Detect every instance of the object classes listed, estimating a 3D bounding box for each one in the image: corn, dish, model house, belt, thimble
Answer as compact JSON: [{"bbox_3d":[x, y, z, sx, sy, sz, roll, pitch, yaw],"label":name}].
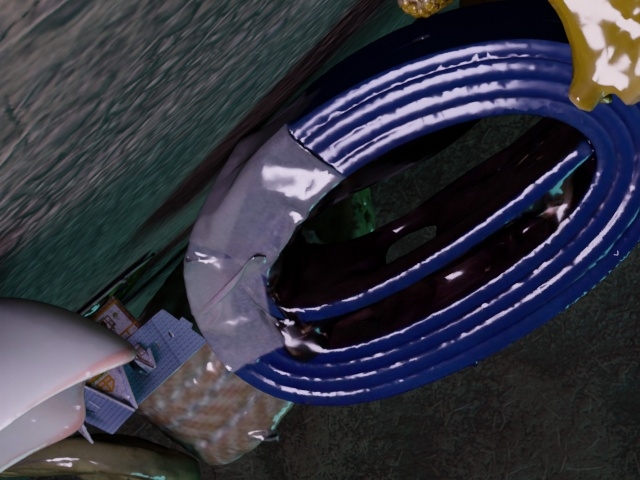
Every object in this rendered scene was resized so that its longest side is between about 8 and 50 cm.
[{"bbox_3d":[0.073,-0.166,0.782,0.037,0.037,0.092,-43,179,31],"label":"corn"},{"bbox_3d":[-0.180,0.092,0.574,0.151,0.077,0.212,-41,179,-24],"label":"dish"},{"bbox_3d":[-0.175,0.103,0.991,0.167,0.088,0.117,-43,179,-32],"label":"model house"},{"bbox_3d":[0.068,-0.026,0.830,0.347,0.212,0.117,-31,-163,22],"label":"belt"},{"bbox_3d":[-0.083,0.088,1.149,0.229,0.148,0.196,-57,-162,-24],"label":"thimble"}]

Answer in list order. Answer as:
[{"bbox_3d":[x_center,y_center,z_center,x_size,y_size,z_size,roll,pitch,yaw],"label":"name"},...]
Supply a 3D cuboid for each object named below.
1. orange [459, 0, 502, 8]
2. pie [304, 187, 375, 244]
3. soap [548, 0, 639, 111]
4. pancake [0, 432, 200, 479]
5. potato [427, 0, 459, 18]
[{"bbox_3d":[0.180,-0.202,0.987,0.135,0.118,0.135,0,165,0],"label":"orange"},{"bbox_3d":[0.000,0.000,1.338,0.201,0.090,0.248,-49,-147,40],"label":"pie"},{"bbox_3d":[0.231,-0.237,0.661,0.293,0.156,0.335,-48,177,28],"label":"soap"},{"bbox_3d":[-0.224,0.199,1.107,0.242,0.242,0.050,135,-40,-69],"label":"pancake"},{"bbox_3d":[0.141,-0.210,1.108,0.122,0.061,0.086,-43,-178,37],"label":"potato"}]
